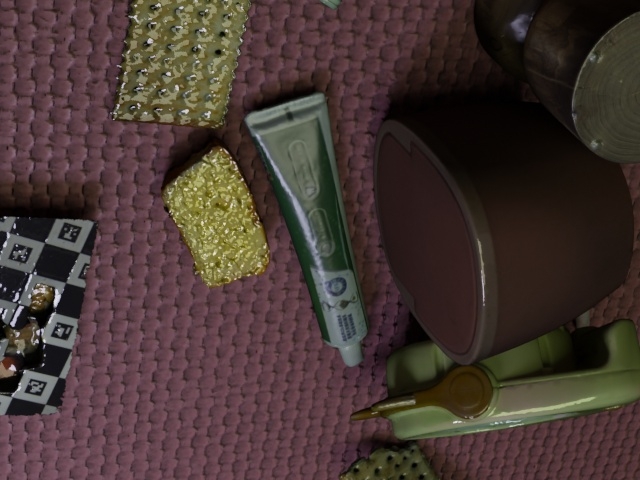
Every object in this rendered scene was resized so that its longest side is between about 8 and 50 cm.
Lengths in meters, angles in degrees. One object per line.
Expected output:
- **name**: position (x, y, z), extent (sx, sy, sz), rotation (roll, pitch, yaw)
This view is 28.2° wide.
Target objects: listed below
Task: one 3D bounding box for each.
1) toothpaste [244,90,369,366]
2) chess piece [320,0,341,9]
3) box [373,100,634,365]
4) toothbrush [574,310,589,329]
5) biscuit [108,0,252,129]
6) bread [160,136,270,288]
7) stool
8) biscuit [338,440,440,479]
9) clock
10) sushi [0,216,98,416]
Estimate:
- **toothpaste**: position (0.000, 0.000, 1.568), extent (0.099, 0.061, 0.392), rotation (-19, 121, -7)
- **chess piece**: position (0.024, -0.304, 1.406), extent (0.042, 0.042, 0.093), rotation (27, 101, -30)
- **box**: position (0.212, -0.025, 1.495), extent (0.216, 0.301, 0.301), rotation (-17, 124, -18)
- **toothbrush**: position (0.344, 0.011, 1.706), extent (0.025, 0.029, 0.307), rotation (-23, 125, -14)
- **biscuit**: position (-0.149, -0.234, 1.400), extent (0.139, 0.016, 0.231), rotation (4, 118, -21)
- **bread**: position (-0.125, -0.033, 1.502), extent (0.103, 0.065, 0.187), rotation (-25, 126, -1)
- **stool**: position (0.302, -0.220, 1.412), extent (0.179, 0.264, 0.179), rotation (-9, 122, -14)
- **biscuit**: position (0.123, 0.369, 1.789), extent (0.144, 0.016, 0.203), rotation (-37, 102, -33)
- **clock**: position (0.217, 0.183, 1.636), extent (0.348, 0.286, 0.117), rotation (-5, 78, -12)
- **sushi**: position (-0.376, 0.083, 1.497), extent (0.192, 0.043, 0.279), rotation (2, 119, -20)
